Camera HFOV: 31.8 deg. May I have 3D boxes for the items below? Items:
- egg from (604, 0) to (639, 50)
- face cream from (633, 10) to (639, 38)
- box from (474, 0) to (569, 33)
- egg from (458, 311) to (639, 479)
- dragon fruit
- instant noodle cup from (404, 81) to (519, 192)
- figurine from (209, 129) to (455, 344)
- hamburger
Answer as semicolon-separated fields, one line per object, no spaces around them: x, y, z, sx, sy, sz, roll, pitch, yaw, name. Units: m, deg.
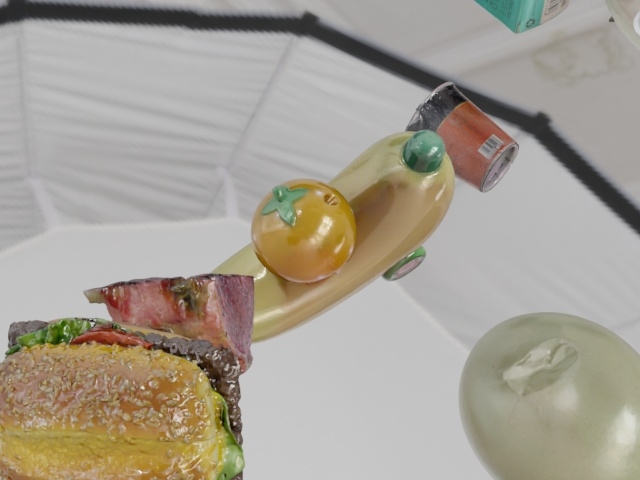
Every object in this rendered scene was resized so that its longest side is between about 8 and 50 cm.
0.563;-0.356;1.630;0.271;0.162;0.206;-25;-81;14;egg
0.348;-0.202;1.146;0.034;0.034;0.130;10;-5;28;face cream
0.255;-0.491;1.722;0.311;0.118;0.205;46;-28;31;box
0.273;0.195;1.271;0.269;0.219;0.219;46;-10;38;egg
-0.105;0.074;0.880;0.102;0.096;0.147;-1;-2;20;dragon fruit
0.206;-0.141;1.615;0.135;0.127;0.127;38;-21;20;instant noodle cup
0.000;0.000;1.189;0.124;0.324;0.222;56;-2;15;figurine
-0.127;0.118;0.687;0.166;0.087;0.137;4;-74;17;hamburger
